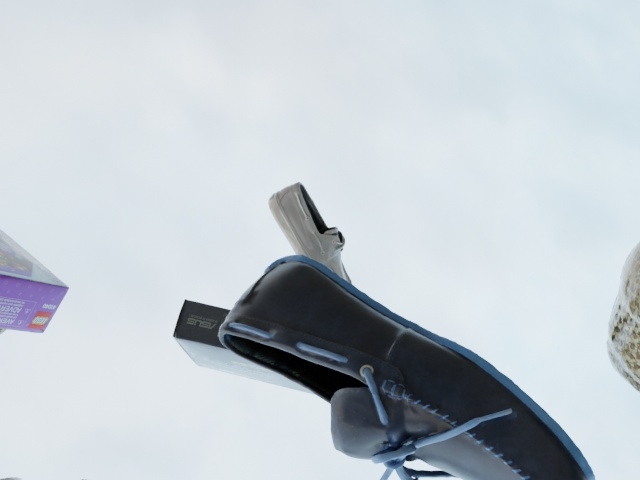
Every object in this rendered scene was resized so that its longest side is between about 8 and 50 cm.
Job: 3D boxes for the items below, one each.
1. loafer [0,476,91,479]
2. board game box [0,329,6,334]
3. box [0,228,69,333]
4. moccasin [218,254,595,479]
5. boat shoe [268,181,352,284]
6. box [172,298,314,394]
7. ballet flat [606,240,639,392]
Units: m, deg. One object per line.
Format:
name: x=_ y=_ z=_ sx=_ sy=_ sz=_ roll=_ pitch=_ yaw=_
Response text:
loafer: x=-0.436 y=0.387 z=1.172 sx=0.102 sy=0.269 sz=0.092 roll=32 pitch=-141 yaw=-62
board game box: x=-0.636 y=0.051 z=1.253 sx=0.347 sy=0.056 sz=0.208 roll=41 pitch=-108 yaw=18
box: x=-0.401 y=-0.020 z=0.748 sx=0.293 sy=0.057 sz=0.201 roll=32 pitch=-176 yaw=29
moccasin: x=0.052 y=0.138 z=0.665 sx=0.117 sy=0.137 sz=0.342 roll=-40 pitch=-135 yaw=-25
boat shoe: x=0.000 y=0.000 z=1.149 sx=0.184 sy=0.063 sz=0.066 roll=58 pitch=-160 yaw=0
box: x=-0.070 y=0.154 z=1.103 sx=0.233 sy=0.183 sz=0.059 roll=12 pitch=-110 yaw=5
ballet flat: x=0.389 y=0.163 z=0.483 sx=0.483 sy=0.182 sz=0.164 roll=37 pitch=-124 yaw=27
